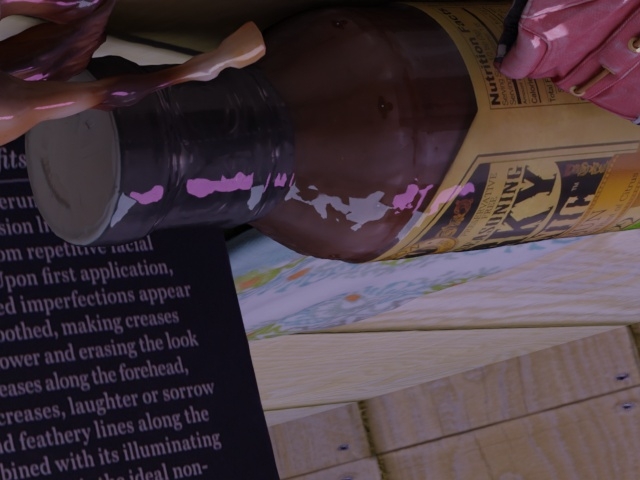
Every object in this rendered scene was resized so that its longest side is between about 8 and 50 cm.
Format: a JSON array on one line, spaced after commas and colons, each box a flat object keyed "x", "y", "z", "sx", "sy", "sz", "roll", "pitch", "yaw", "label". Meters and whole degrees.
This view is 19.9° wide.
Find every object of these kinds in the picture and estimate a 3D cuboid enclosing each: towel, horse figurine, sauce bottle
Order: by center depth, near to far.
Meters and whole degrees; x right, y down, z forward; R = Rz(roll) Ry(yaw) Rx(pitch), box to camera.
[{"x": -0.099, "y": -0.076, "z": 0.532, "sx": 0.174, "sy": 0.066, "sz": 0.263, "roll": -18, "pitch": 169, "yaw": -10, "label": "horse figurine"}, {"x": 0.040, "y": -0.047, "z": 0.775, "sx": 0.344, "sy": 0.111, "sz": 0.111, "roll": -7, "pitch": 169, "yaw": -36, "label": "sauce bottle"}, {"x": 0.000, "y": 0.000, "z": 1.070, "sx": 0.374, "sy": 0.090, "sz": 0.320, "roll": -21, "pitch": 168, "yaw": 40, "label": "towel"}]

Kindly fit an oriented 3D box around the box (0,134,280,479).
[{"x": -0.178, "y": 0.169, "z": 0.852, "sx": 0.212, "sy": 0.395, "sz": 0.293, "roll": -4, "pitch": 166, "yaw": -43, "label": "box"}]

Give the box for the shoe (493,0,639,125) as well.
[{"x": 0.124, "y": -0.108, "z": 0.669, "sx": 0.081, "sy": 0.063, "sz": 0.178, "roll": 15, "pitch": 146, "yaw": -6, "label": "shoe"}]
